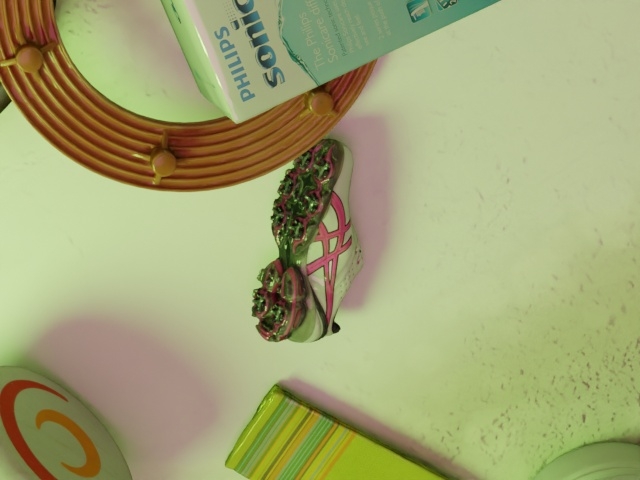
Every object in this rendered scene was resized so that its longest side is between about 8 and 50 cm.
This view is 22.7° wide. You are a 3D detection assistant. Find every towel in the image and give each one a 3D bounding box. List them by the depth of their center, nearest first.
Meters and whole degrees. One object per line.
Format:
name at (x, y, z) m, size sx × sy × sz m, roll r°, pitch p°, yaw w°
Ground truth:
towel at (0.034, 0.225, 1.500) m, size 0.237 × 0.021 × 0.102 m, roll 29°, pitch 116°, yaw -12°

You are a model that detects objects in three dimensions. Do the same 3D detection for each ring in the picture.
ring at (-0.103, -0.196, 1.275) m, size 0.336 × 0.032 × 0.337 m, roll -5°, pitch 111°, yaw -12°

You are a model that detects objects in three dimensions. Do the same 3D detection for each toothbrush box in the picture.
toothbrush box at (0.012, -0.252, 1.196) m, size 0.295 × 0.126 × 0.216 m, roll -27°, pitch 111°, yaw -9°

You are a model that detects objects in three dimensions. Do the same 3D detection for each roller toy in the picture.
roller toy at (-0.274, 0.222, 1.412) m, size 0.146 × 0.209 × 0.191 m, roll -42°, pitch 71°, yaw 16°

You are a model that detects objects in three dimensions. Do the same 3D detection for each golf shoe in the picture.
golf shoe at (0.000, 0.000, 1.388) m, size 0.086 × 0.067 × 0.186 m, roll 3°, pitch 112°, yaw -35°

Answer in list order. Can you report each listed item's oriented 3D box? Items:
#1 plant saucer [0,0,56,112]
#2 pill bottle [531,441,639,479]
plant saucer at (-0.348, -0.194, 1.242) m, size 0.310 × 0.050 × 0.311 m, roll -11°, pitch 116°, yaw -24°
pill bottle at (0.272, 0.335, 1.330) m, size 0.224 × 0.392 × 0.224 m, roll 0°, pitch 108°, yaw 0°
